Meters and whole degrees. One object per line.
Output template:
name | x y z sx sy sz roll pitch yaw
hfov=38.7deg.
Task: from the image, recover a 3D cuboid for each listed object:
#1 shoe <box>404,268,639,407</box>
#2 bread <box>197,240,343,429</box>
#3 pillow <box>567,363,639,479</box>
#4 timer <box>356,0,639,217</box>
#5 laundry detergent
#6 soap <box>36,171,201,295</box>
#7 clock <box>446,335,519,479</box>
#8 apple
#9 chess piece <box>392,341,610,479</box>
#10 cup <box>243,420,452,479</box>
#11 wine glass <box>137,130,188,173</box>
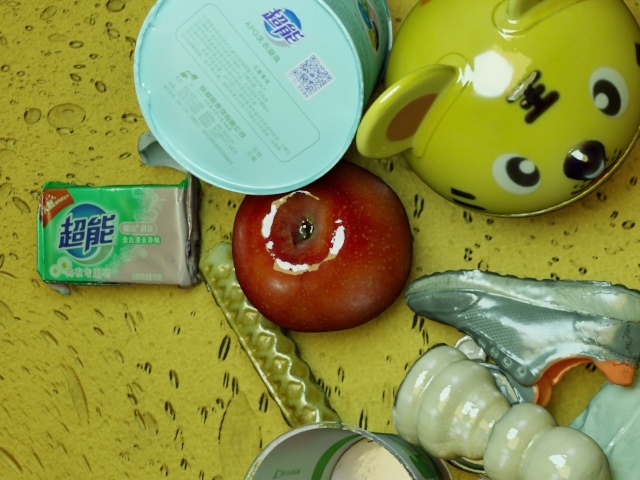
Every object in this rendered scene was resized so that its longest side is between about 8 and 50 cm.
shoe | 0.266 0.136 1.205 0.336 0.132 0.171 4 79 30
bread | -0.077 0.159 1.370 0.084 0.077 0.367 -41 70 27
pillow | 0.394 0.299 1.103 0.283 0.138 0.310 -57 28 0
timer | 0.236 -0.200 1.149 0.376 0.387 0.376 -4 80 22
laundry detergent | -0.057 -0.250 1.205 0.287 0.305 0.287 6 119 10
soap | -0.317 -0.015 1.465 0.273 0.098 0.218 1 90 19
clock | 0.224 0.244 1.261 0.156 0.063 0.229 -12 80 19
apple | 0.000 0.000 1.295 0.260 0.216 0.260 -3 78 17
chess piece | 0.223 0.239 1.104 0.261 0.143 0.142 27 92 43
cup | 0.056 0.359 1.193 0.253 0.274 0.253 -3 81 21
wine glass | -0.200 -0.213 1.436 0.165 0.165 0.196 -4 73 19
